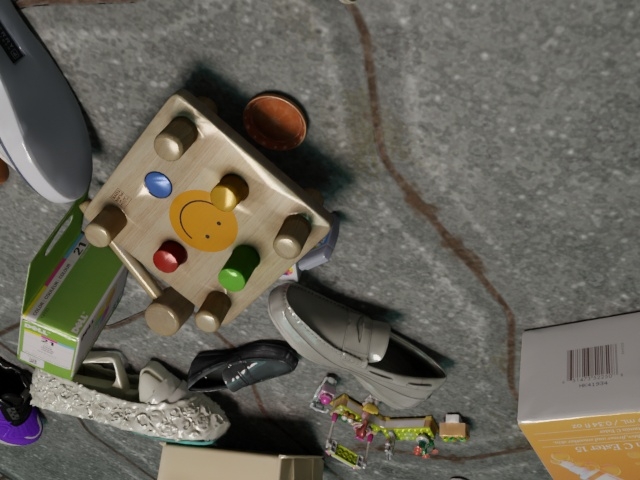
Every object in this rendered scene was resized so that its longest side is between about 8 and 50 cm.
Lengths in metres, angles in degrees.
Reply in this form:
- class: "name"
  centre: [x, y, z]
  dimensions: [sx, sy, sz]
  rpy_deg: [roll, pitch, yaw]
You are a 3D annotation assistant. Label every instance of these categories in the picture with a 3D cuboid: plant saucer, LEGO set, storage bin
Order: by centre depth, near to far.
- class: "plant saucer"
  centre: [-0.057, -0.151, 0.931]
  dimensions: [0.083, 0.013, 0.083]
  rpy_deg: [10, 135, 10]
- class: "LEGO set"
  centre: [0.113, 0.347, 1.300]
  dimensions: [0.287, 0.107, 0.132]
  rpy_deg: [18, 137, 2]
- class: "storage bin"
  centre: [-0.150, 0.470, 1.434]
  dimensions: [0.262, 0.123, 0.260]
  rpy_deg: [0, 163, 19]

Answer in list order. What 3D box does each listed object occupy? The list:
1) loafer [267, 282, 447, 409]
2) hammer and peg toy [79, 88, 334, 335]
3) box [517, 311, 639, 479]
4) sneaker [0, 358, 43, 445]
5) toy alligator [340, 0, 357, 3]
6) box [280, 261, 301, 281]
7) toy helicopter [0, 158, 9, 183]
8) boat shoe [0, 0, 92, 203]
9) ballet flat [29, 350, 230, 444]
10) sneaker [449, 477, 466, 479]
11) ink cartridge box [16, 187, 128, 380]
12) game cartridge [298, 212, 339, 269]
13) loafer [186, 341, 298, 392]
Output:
- class: "loafer"
  centre: [0.060, 0.153, 1.133]
  dimensions: [0.319, 0.112, 0.111]
  rpy_deg: [34, 130, -26]
- class: "hammer and peg toy"
  centre: [-0.189, -0.003, 0.983]
  dimensions: [0.266, 0.127, 0.361]
  rpy_deg: [41, 124, -12]
- class: "box"
  centre: [0.454, 0.285, 1.077]
  dimensions: [0.215, 0.168, 0.345]
  rpy_deg: [-16, 127, 31]
- class: "sneaker"
  centre: [-0.668, 0.343, 1.569]
  dimensions: [0.146, 0.102, 0.293]
  rpy_deg: [-8, 130, 24]
- class: "toy alligator"
  centre: [-0.042, -0.303, 0.752]
  dimensions: [0.190, 0.056, 0.051]
  rpy_deg: [36, 176, -19]
- class: "box"
  centre: [-0.125, -0.011, 1.076]
  dimensions: [0.186, 0.038, 0.145]
  rpy_deg: [7, 135, 14]
- class: "toy helicopter"
  centre: [-0.572, -0.170, 1.005]
  dimensions: [0.235, 0.140, 0.355]
  rpy_deg: [-6, 129, 21]
- class: "boat shoe"
  centre: [-0.438, -0.198, 0.929]
  dimensions: [0.156, 0.136, 0.367]
  rpy_deg: [-7, 128, 25]
- class: "ballet flat"
  centre: [-0.372, 0.287, 1.401]
  dimensions: [0.409, 0.147, 0.147]
  rpy_deg: [8, 135, 10]
- class: "sneaker"
  centre: [0.289, 0.529, 1.448]
  dimensions: [0.051, 0.070, 0.134]
  rpy_deg: [-11, 128, 31]
- class: "ink cartridge box"
  centre: [-0.370, 0.066, 1.127]
  dimensions: [0.097, 0.189, 0.255]
  rpy_deg: [25, 136, -5]
- class: "game cartridge"
  centre: [0.000, 0.000, 1.011]
  dimensions: [0.056, 0.083, 0.017]
  rpy_deg: [-22, 128, 33]
- class: "loafer"
  centre: [-0.140, 0.232, 1.293]
  dimensions: [0.223, 0.078, 0.076]
  rpy_deg: [-12, 129, 28]
